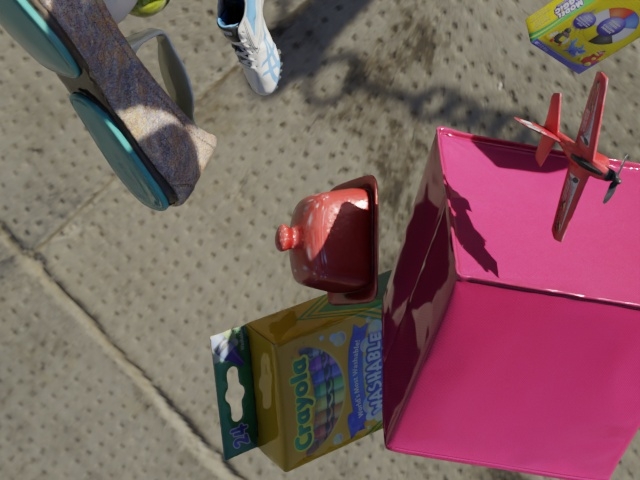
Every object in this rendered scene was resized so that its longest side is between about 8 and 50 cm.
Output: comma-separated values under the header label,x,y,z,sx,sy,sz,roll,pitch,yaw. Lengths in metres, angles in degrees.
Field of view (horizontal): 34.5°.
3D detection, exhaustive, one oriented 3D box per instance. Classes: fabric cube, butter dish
label,x,y,z,sx,sy,sz,roll,pitch,yaw
fabric cube,0.217,0.068,1.109,0.254,0.259,0.258,9,128,-5
butter dish,0.000,0.000,1.298,0.118,0.160,0.160,3,84,-22

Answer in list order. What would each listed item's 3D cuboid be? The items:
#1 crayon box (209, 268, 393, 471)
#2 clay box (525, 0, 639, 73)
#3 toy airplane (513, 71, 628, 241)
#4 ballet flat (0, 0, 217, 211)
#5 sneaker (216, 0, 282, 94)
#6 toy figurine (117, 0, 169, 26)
label,x,y,z,sx,sy,sz,roll,pitch,yaw
crayon box,0.015,0.183,1.432,0.323,0.083,0.203,-18,118,-29
clay box,0.431,-0.341,1.515,0.127,0.053,0.222,21,143,-37
toy airplane,0.214,-0.077,0.883,0.028,0.151,0.151,0,109,-23
ballet flat,-0.181,-0.160,0.855,0.106,0.107,0.316,-49,138,-18
sneaker,-0.119,-0.320,1.593,0.085,0.086,0.237,32,149,36
toy figurine,-0.343,-0.357,1.398,0.191,0.217,0.362,-44,132,8
